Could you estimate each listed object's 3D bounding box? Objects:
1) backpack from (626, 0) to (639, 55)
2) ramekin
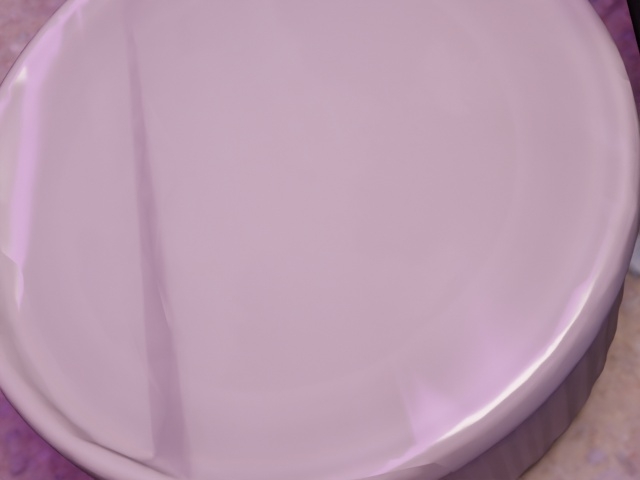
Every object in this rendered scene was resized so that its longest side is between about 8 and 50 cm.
[{"bbox_3d":[0.234,-0.147,0.759,0.253,0.225,0.191,-15,31,10],"label":"backpack"},{"bbox_3d":[0.000,0.000,0.814,0.273,0.127,0.273,-7,63,13],"label":"ramekin"}]
